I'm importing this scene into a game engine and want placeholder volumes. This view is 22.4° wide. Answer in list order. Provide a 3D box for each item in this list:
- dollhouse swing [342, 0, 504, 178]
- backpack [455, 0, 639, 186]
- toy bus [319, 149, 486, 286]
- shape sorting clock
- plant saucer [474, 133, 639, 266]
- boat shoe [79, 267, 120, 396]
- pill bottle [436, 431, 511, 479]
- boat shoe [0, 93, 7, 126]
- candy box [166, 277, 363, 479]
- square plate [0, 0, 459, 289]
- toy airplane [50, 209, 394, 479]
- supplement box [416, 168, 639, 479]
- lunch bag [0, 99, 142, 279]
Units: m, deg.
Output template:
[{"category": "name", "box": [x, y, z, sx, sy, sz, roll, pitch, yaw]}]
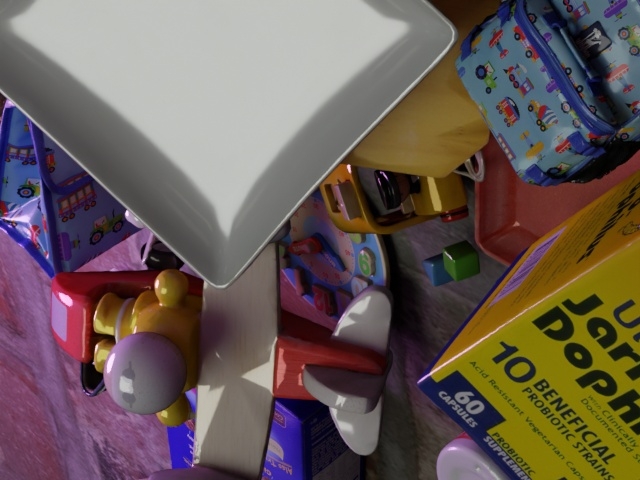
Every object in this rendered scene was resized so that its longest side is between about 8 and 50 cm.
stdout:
[{"category": "dollhouse swing", "box": [0.001, -0.251, 1.457, 0.315, 0.305, 0.347, -90, 1, -64]}, {"category": "backpack", "box": [0.209, -0.140, 1.217, 0.173, 0.117, 0.158, -36, 76, 46]}, {"category": "toy bus", "box": [0.065, -0.053, 1.537, 0.202, 0.104, 0.191, 87, 157, -48]}, {"category": "shape sorting clock", "box": [0.000, 0.000, 1.782, 0.206, 0.040, 0.206, 35, 143, 32]}, {"category": "plant saucer", "box": [0.243, -0.048, 1.387, 0.259, 0.048, 0.258, 31, 141, 35]}, {"category": "boat shoe", "box": [-0.306, 0.136, 2.303, 0.095, 0.079, 0.254, 46, 148, 18]}, {"category": "pill bottle", "box": [0.210, 0.188, 1.507, 0.108, 0.193, 0.108, 34, 142, 32]}, {"category": "boat shoe", "box": [-0.426, -0.214, 2.180, 0.178, 0.064, 0.060, 62, 180, -6]}, {"category": "candy box", "box": [-0.074, 0.236, 2.027, 0.268, 0.122, 0.317, 34, 141, 32]}, {"category": "square plate", "box": [-0.109, -0.179, 1.352, 0.347, 0.049, 0.344, 43, 122, -2]}, {"category": "toy airplane", "box": [-0.111, 0.127, 1.729, 0.384, 0.272, 0.386, -37, 81, 33]}, {"category": "supplement box", "box": [0.274, 0.059, 1.218, 0.194, 0.195, 0.356, 46, 140, -3]}, {"category": "lunch bag", "box": [-0.259, -0.133, 1.849, 0.138, 0.221, 0.293, 40, 146, 25]}]
